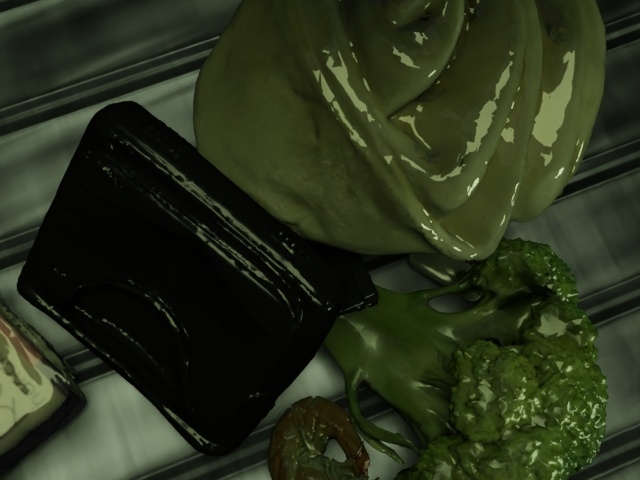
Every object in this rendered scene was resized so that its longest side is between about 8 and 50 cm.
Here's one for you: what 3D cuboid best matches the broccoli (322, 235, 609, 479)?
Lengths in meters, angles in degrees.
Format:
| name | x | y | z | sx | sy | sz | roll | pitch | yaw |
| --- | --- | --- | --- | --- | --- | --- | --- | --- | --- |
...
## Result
| name | x | y | z | sx | sy | sz | roll | pitch | yaw |
| --- | --- | --- | --- | --- | --- | --- | --- | --- | --- |
| broccoli | 0.130 | 0.102 | 0.850 | 0.254 | 0.186 | 0.302 | -32 | 85 | -3 |

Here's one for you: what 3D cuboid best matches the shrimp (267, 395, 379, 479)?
| name | x | y | z | sx | sy | sz | roll | pitch | yaw |
| --- | --- | --- | --- | --- | --- | --- | --- | --- | --- |
| shrimp | 0.016 | 0.197 | 0.840 | 0.041 | 0.180 | 0.099 | 21 | 86 | -41 |

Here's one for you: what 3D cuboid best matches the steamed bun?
| name | x | y | z | sx | sy | sz | roll | pitch | yaw |
| --- | --- | --- | --- | --- | --- | --- | --- | --- | --- |
| steamed bun | 0.075 | -0.169 | 0.855 | 0.352 | 0.247 | 0.339 | 11 | 53 | 13 |

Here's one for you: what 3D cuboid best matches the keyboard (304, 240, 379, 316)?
| name | x | y | z | sx | sy | sz | roll | pitch | yaw |
| --- | --- | --- | --- | --- | --- | --- | --- | --- | --- |
| keyboard | 0.000 | 0.000 | 0.903 | 0.060 | 0.018 | 0.195 | -21 | 43 | -1 |

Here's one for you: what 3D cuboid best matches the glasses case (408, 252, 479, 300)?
| name | x | y | z | sx | sy | sz | roll | pitch | yaw |
| --- | --- | --- | --- | --- | --- | --- | --- | --- | --- |
| glasses case | 0.126 | 0.030 | 0.952 | 0.083 | 0.021 | 0.032 | 31 | 77 | 4 |

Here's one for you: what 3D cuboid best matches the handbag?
| name | x | y | z | sx | sy | sz | roll | pitch | yaw |
| --- | --- | --- | --- | --- | --- | --- | --- | --- | --- |
| handbag | -0.134 | 0.043 | 0.840 | 0.275 | 0.244 | 0.088 | 38 | 34 | 5 |

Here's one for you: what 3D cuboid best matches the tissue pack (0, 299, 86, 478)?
| name | x | y | z | sx | sy | sz | roll | pitch | yaw |
| --- | --- | --- | --- | --- | --- | --- | --- | --- | --- |
| tissue pack | -0.405 | 0.166 | 0.826 | 0.242 | 0.125 | 0.344 | 44 | 77 | 8 |
